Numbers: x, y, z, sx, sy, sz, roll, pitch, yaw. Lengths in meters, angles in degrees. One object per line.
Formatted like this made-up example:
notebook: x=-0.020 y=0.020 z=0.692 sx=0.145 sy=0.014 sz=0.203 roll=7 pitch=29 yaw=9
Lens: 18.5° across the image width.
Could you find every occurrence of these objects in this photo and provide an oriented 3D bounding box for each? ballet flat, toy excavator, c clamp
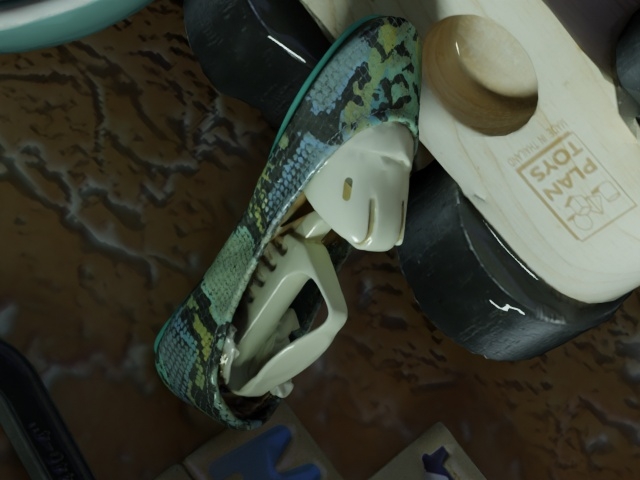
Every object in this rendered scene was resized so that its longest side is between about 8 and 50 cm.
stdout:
ballet flat: x=0.000 y=0.000 z=0.798 sx=0.070 sy=0.188 sz=0.070 roll=25 pitch=24 yaw=-12
toy excavator: x=0.229 y=-0.117 z=0.943 sx=0.433 sy=0.222 sz=0.445 roll=49 pitch=50 yaw=-2
c clamp: x=-0.154 y=0.100 z=0.771 sx=0.137 sy=0.022 sz=0.161 roll=-28 pitch=76 yaw=-37

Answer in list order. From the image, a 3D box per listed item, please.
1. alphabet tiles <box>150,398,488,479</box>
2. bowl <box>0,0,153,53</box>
alphabet tiles: x=-0.013 y=0.234 z=0.791 sx=0.342 sy=0.011 sz=0.285 roll=-36 pitch=88 yaw=-31
bowl: x=-0.137 y=-0.199 z=0.784 sx=0.311 sy=0.163 sz=0.312 roll=-1 pitch=75 yaw=2
